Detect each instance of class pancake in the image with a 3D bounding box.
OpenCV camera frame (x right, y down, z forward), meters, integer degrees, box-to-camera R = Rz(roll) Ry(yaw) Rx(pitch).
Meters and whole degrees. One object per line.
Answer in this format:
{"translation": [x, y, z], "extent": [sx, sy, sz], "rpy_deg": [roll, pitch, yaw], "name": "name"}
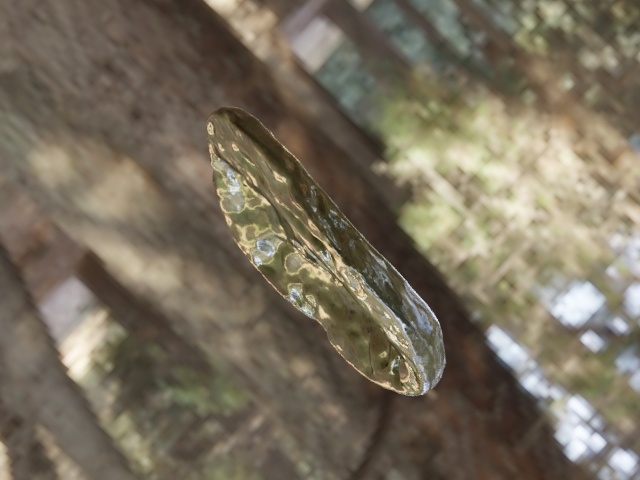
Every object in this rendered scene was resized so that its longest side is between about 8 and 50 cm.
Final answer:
{"translation": [0.000, 0.000, 1.215], "extent": [0.050, 0.242, 0.242], "rpy_deg": [-41, -178, -14], "name": "pancake"}
